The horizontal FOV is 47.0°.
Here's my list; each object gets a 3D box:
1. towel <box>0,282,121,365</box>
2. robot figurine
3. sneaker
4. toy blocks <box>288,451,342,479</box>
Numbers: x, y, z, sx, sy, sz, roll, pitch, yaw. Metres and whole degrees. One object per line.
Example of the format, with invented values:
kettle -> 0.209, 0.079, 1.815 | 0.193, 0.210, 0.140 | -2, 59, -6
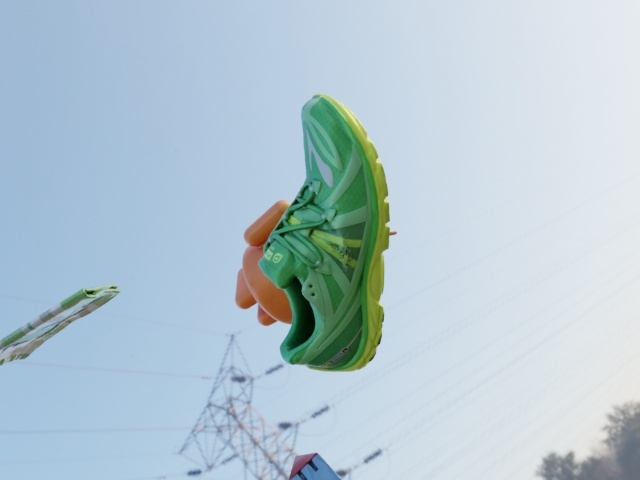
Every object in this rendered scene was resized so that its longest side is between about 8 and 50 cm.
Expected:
towel -> -0.309, 0.099, 0.846 | 0.152, 0.023, 0.113 | -32, -1, 4
robot figurine -> -0.011, 0.025, 0.953 | 0.219, 0.158, 0.128 | -35, -7, 24
sneaker -> 0.000, 0.000, 0.751 | 0.123, 0.109, 0.295 | -6, -78, -18
toy blocks -> -0.037, 0.409, 0.792 | 0.381, 0.261, 0.191 | -42, -29, -10
